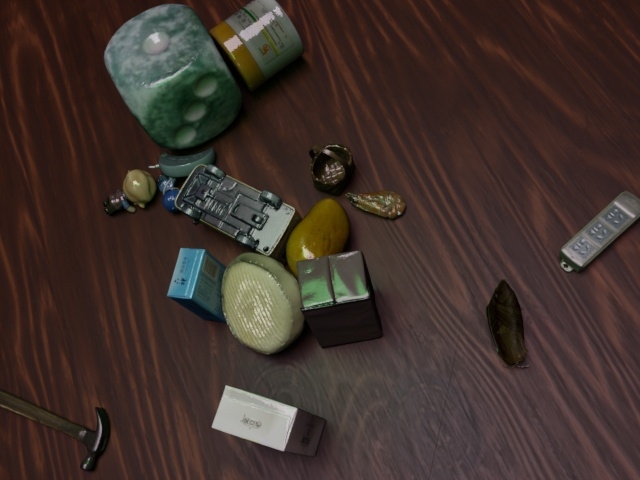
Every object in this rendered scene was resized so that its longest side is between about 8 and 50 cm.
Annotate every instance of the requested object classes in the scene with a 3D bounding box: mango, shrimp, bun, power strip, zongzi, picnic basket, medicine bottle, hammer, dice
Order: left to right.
[{"bbox_3d":[-0.808,0.522,1.831,0.440,0.044,0.168,13,72,20],"label":"hammer"},{"bbox_3d":[-0.465,-0.517,2.020,0.328,0.348,0.330,-30,63,-1],"label":"dice"},{"bbox_3d":[-0.457,-0.255,2.044,0.216,0.044,0.137,-3,35,13],"label":"power strip"},{"bbox_3d":[-0.210,-0.654,2.069,0.232,0.238,0.238,-37,62,-3],"label":"medicine bottle"},{"bbox_3d":[-0.145,0.168,1.722,0.287,0.146,0.287,9,104,39],"label":"bun"},{"bbox_3d":[0.000,0.000,1.773,0.167,0.130,0.262,30,64,-5],"label":"mango"},{"bbox_3d":[0.030,-0.228,1.846,0.128,0.178,0.137,21,74,22],"label":"picnic basket"},{"bbox_3d":[0.160,-0.112,1.840,0.184,0.043,0.091,10,63,13],"label":"shrimp"},{"bbox_3d":[0.462,0.207,1.528,0.084,0.184,0.187,-11,64,6],"label":"zongzi"},{"bbox_3d":[0.732,-0.022,1.626,0.272,0.052,0.078,-41,63,-4],"label":"power strip"}]

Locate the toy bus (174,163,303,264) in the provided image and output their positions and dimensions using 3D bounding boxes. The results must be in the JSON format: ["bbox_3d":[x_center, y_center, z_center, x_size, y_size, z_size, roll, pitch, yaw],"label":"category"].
[{"bbox_3d":[-0.236,-0.074,1.846,0.365,0.202,0.177,27,82,22],"label":"toy bus"}]

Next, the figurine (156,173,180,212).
[{"bbox_3d":[-0.483,-0.158,2.023,0.149,0.087,0.086,51,125,28],"label":"figurine"}]

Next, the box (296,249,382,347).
[{"bbox_3d":[0.051,0.155,1.635,0.188,0.252,0.153,-12,59,9],"label":"box"}]

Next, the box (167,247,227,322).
[{"bbox_3d":[-0.326,0.129,1.760,0.083,0.232,0.142,4,68,18],"label":"box"}]

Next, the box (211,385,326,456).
[{"bbox_3d":[-0.119,0.451,1.546,0.194,0.260,0.111,11,75,21],"label":"box"}]

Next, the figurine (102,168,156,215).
[{"bbox_3d":[-0.628,-0.149,2.057,0.196,0.108,0.114,-36,50,19],"label":"figurine"}]
